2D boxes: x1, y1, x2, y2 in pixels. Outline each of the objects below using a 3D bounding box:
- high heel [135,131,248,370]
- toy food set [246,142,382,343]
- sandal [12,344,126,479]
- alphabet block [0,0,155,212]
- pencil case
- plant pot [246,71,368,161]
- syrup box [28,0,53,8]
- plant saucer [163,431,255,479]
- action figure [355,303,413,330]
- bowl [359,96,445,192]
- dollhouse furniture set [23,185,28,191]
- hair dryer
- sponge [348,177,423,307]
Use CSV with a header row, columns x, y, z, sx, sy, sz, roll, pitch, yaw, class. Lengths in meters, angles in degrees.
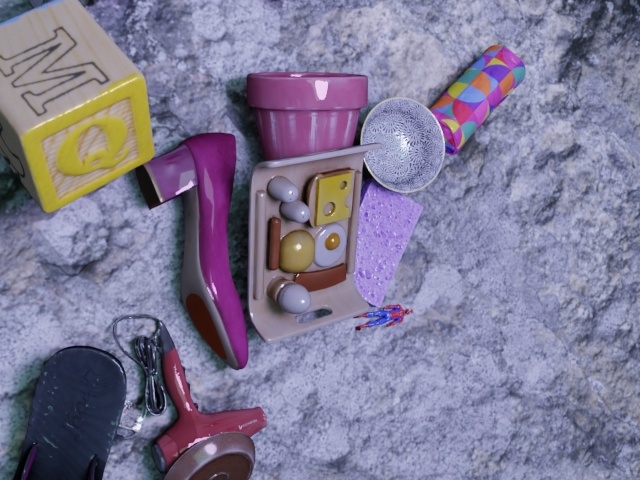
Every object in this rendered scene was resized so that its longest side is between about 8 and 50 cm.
x,y,z,sx,sy,sz,roll,pitch,yaw,class
-0.149,0.013,1.455,0.181,0.127,0.377,-25,101,-31,high heel
0.000,0.000,1.429,0.220,0.092,0.306,-15,121,-34,toy food set
-0.385,0.376,1.300,0.168,0.107,0.445,8,92,-9,sandal
-0.374,-0.195,1.285,0.193,0.192,0.197,-33,65,-21,alphabet block
0.283,-0.262,1.682,0.236,0.104,0.104,-45,105,-18,pencil case
-0.023,-0.186,1.493,0.201,0.201,0.180,-5,103,-25,plant pot
-0.383,-0.416,1.308,0.096,0.237,0.093,-38,101,-22,syrup box
-0.169,0.374,1.412,0.168,0.029,0.168,-23,134,-26,plant saucer
0.117,0.137,1.615,0.115,0.030,0.038,-10,86,-27,action figure
0.131,-0.166,1.612,0.170,0.080,0.170,2,86,-23,bowl
-0.394,-0.129,1.401,0.076,0.058,0.151,39,53,-10,dollhouse furniture set
-0.217,0.259,1.424,0.293,0.080,0.223,25,77,-21,hair dryer
0.095,0.003,1.611,0.117,0.031,0.210,30,75,-20,sponge
